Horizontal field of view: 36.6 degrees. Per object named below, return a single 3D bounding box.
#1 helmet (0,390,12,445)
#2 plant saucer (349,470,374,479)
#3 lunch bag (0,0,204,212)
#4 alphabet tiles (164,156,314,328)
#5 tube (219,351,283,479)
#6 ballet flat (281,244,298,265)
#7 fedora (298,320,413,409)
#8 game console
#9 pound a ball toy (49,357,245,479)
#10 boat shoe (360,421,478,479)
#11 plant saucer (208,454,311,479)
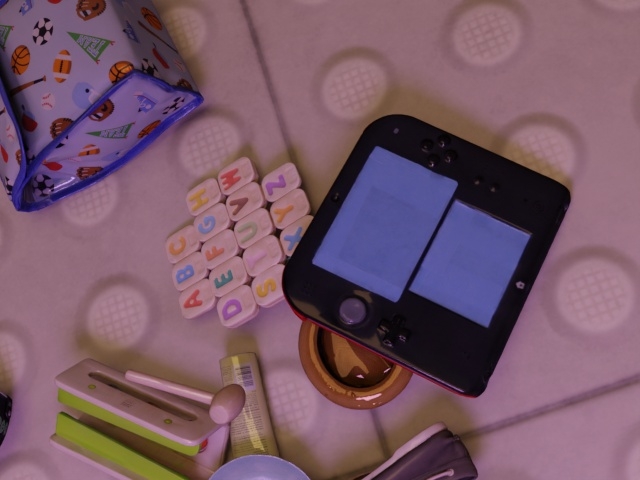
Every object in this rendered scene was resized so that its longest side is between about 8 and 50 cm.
[{"bbox_3d":[-0.612,0.310,1.611,0.169,0.169,0.161,17,63,19],"label":"helmet"},{"bbox_3d":[0.092,0.432,1.451,0.168,0.029,0.168,-4,74,14],"label":"plant saucer"},{"bbox_3d":[-0.460,-0.278,1.706,0.385,0.239,0.327,-35,68,21],"label":"lunch bag"},{"bbox_3d":[-0.136,-0.001,1.602,0.278,0.021,0.284,-31,57,16],"label":"alphabet tiles"},{"bbox_3d":[-0.111,0.300,1.535,0.070,0.062,0.240,-31,67,53],"label":"tube"},{"bbox_3d":[0.000,0.000,1.585,0.203,0.074,0.074,-32,69,11],"label":"ballet flat"},{"bbox_3d":[0.061,0.168,1.508,0.194,0.079,0.194,-2,79,11],"label":"fedora"},{"bbox_3d":[0.160,0.007,1.473,0.342,0.060,0.386,24,68,14],"label":"game console"},{"bbox_3d":[-0.257,0.267,1.521,0.319,0.136,0.208,18,112,21],"label":"pound a ball toy"},{"bbox_3d":[0.077,0.396,1.391,0.335,0.112,0.095,-38,64,-2],"label":"boat shoe"},{"bbox_3d":[-0.089,0.416,1.480,0.195,0.037,0.194,1,96,6],"label":"plant saucer"}]
